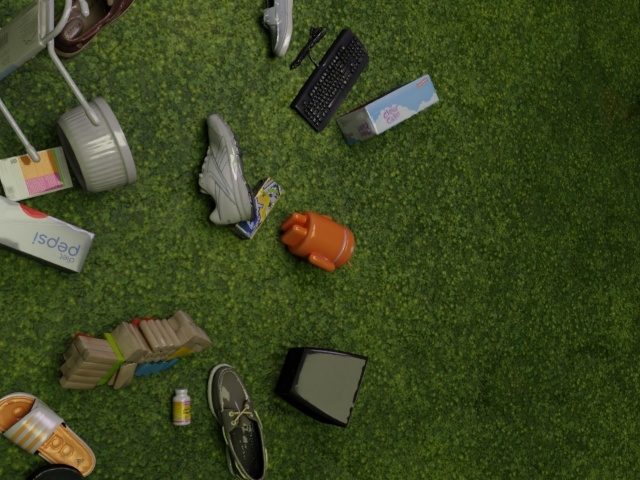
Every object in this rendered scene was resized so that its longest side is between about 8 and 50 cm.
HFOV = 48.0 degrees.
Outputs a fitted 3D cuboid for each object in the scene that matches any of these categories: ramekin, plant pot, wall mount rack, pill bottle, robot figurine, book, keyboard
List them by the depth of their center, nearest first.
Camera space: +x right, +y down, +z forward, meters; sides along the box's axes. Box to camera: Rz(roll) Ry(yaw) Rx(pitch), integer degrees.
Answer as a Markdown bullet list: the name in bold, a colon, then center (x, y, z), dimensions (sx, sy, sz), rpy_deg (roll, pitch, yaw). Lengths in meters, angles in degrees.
- **wall mount rack**: center (-0.578, -0.349, 1.486), dimensions (0.131, 0.350, 0.303), rpy_deg (18, 57, -51)
- **ramekin**: center (-0.501, -0.203, 1.592), dimensions (0.109, 0.207, 0.207), rpy_deg (-26, 100, -22)
- **book**: center (-0.636, -0.146, 1.599), dimensions (0.144, 0.035, 0.096), rpy_deg (-19, 99, -32)
- **pill bottle**: center (-0.336, 0.401, 1.735), dimensions (0.044, 0.043, 0.083), rpy_deg (0, 86, -32)
- **plant pot**: center (-0.009, 0.365, 1.876), dimensions (0.167, 0.188, 0.187), rpy_deg (24, 74, -15)
- **robot figurine**: center (0.000, -0.002, 1.934), dimensions (0.220, 0.158, 0.128), rpy_deg (23, 96, -28)
- **keyboard**: center (0.011, -0.483, 2.038), dimensions (0.201, 0.033, 0.317), rpy_deg (41, 66, -23)

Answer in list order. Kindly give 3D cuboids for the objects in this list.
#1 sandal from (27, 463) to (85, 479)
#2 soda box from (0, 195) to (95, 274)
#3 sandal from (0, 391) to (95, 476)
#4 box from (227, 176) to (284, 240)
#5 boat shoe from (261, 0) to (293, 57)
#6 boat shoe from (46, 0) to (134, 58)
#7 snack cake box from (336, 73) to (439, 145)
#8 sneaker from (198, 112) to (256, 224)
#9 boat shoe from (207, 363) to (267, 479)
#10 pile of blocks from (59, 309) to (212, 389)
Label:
- **sandal**: center (-0.582, 0.701, 1.503), dimensions (0.168, 0.107, 0.445), rpy_deg (5, 91, -31)
- **soda box**: center (-0.645, -0.022, 1.547), dimensions (0.286, 0.091, 0.098), rpy_deg (26, 72, -28)
- **sandal**: center (-0.586, 0.424, 1.556), dimensions (0.265, 0.076, 0.102), rpy_deg (45, 65, -21)
- **box**: center (-0.169, -0.083, 1.875), dimensions (0.059, 0.054, 0.168), rpy_deg (42, 65, -23)
- **boat shoe**: center (-0.124, -0.604, 1.942), dimensions (0.081, 0.079, 0.227), rpy_deg (7, 77, -23)
- **boat shoe**: center (-0.505, -0.568, 1.662), dimensions (0.123, 0.123, 0.342), rpy_deg (43, 66, -22)
- **snack cake box**: center (0.194, -0.377, 2.072), dimensions (0.264, 0.152, 0.089), rpy_deg (-32, 103, -30)
- **sneaker**: center (-0.251, -0.178, 1.799), dimensions (0.130, 0.111, 0.296), rpy_deg (-15, 78, 1)
- **boat shoe**: center (-0.200, 0.455, 1.789), dimensions (0.109, 0.091, 0.304), rpy_deg (-15, 94, -32)
- **pile of blocks**: center (-0.436, 0.246, 1.666), dimensions (0.362, 0.148, 0.112), rpy_deg (-6, 46, -41)
